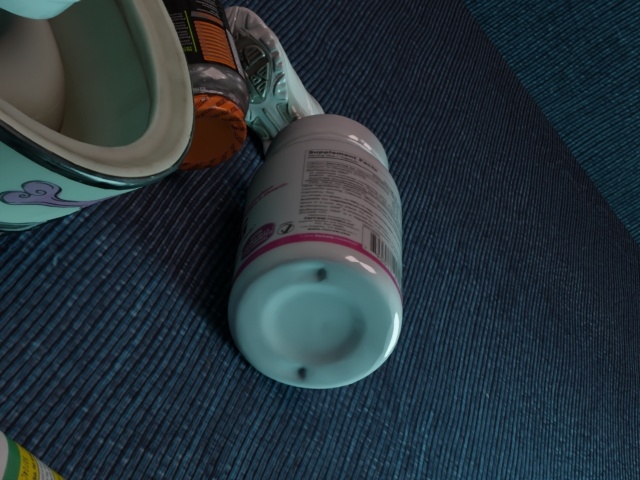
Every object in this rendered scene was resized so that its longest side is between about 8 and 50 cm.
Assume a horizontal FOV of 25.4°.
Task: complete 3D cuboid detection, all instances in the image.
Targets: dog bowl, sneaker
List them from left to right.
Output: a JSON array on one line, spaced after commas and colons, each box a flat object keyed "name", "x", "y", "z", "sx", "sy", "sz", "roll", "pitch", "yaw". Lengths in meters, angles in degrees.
[{"name": "dog bowl", "x": -0.283, "y": -0.179, "z": 1.064, "sx": 0.408, "sy": 0.150, "sz": 0.408, "roll": 44, "pitch": 26, "yaw": -28}, {"name": "sneaker", "x": -0.053, "y": -0.162, "z": 1.628, "sx": 0.232, "sy": 0.090, "sz": 0.115, "roll": 63, "pitch": 14, "yaw": -9}]

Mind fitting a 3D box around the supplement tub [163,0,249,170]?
[{"name": "supplement tub", "x": -0.137, "y": -0.169, "z": 1.397, "sx": 0.117, "sy": 0.117, "sz": 0.190, "roll": 31, "pitch": 34, "yaw": -47}]

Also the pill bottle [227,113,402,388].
[{"name": "pill bottle", "x": 0.000, "y": 0.000, "z": 1.395, "sx": 0.160, "sy": 0.160, "sz": 0.283, "roll": 47, "pitch": 24, "yaw": -23}]

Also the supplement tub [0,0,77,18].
[{"name": "supplement tub", "x": -0.124, "y": -0.321, "z": 0.951, "sx": 0.235, "sy": 0.325, "sz": 0.235, "roll": 45, "pitch": 25, "yaw": -27}]

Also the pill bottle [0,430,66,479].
[{"name": "pill bottle", "x": -0.161, "y": 0.207, "z": 0.834, "sx": 0.208, "sy": 0.117, "sz": 0.117, "roll": 45, "pitch": 25, "yaw": -28}]
